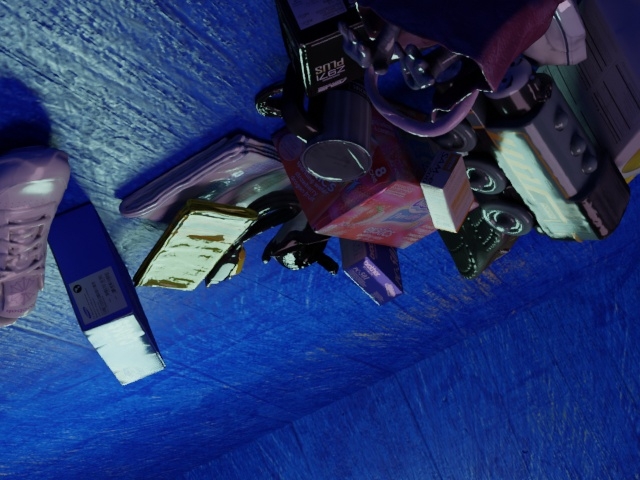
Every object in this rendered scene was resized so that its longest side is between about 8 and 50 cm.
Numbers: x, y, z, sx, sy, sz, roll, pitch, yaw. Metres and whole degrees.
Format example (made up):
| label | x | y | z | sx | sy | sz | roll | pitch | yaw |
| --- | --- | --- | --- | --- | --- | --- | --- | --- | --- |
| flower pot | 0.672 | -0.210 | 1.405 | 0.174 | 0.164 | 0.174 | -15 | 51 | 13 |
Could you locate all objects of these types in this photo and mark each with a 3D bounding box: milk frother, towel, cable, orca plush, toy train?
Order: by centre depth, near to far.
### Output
| label | x | y | z | sx | sy | sz | roll | pitch | yaw |
| --- | --- | --- | --- | --- | --- | --- | --- | --- | --- |
| milk frother | -0.009 | -0.140 | 1.668 | 0.129 | 0.135 | 0.143 | 17 | 144 | -18 |
| toy train | 0.280 | -0.123 | 1.858 | 0.190 | 0.142 | 0.334 | 2 | 142 | 43 |
| towel | -0.128 | -0.069 | 1.916 | 0.209 | 0.034 | 0.285 | -28 | 163 | 19 |
| towel | -0.179 | 0.013 | 1.931 | 0.102 | 0.021 | 0.237 | 9 | 148 | -24 |
| cable | -0.137 | -0.013 | 1.995 | 0.139 | 0.072 | 0.287 | 8 | 145 | -26 |
| orca plush | 0.000 | 0.000 | 1.995 | 0.151 | 0.102 | 0.287 | -50 | -175 | -4 |

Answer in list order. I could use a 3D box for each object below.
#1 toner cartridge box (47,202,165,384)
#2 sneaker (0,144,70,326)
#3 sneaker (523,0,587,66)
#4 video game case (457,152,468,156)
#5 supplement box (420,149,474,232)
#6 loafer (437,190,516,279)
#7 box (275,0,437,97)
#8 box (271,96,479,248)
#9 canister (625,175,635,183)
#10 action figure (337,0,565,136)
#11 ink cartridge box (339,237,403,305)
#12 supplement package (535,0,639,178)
| label | x | y | z | sx | sy | sz | roll | pitch | yaw |
| --- | --- | --- | --- | --- | --- | --- | --- | --- | --- |
| toner cartridge box | -0.297 | 0.084 | 1.929 | 0.075 | 0.165 | 0.348 | -21 | 163 | -6 |
| sneaker | -0.347 | -0.003 | 1.607 | 0.114 | 0.152 | 0.305 | -12 | 159 | -30 |
| sneaker | 0.280 | -0.273 | 1.730 | 0.091 | 0.094 | 0.258 | -16 | 160 | 10 |
| video game case | 0.283 | -0.177 | 2.165 | 0.157 | 0.019 | 0.143 | -26 | 164 | 6 |
| supplement box | 0.169 | -0.065 | 1.837 | 0.062 | 0.036 | 0.098 | -59 | 148 | -27 |
| loafer | 0.305 | -0.024 | 2.431 | 0.130 | 0.134 | 0.366 | -27 | 177 | -12 |
| box | 0.048 | -0.247 | 1.513 | 0.180 | 0.078 | 0.147 | -23 | 164 | -4 |
| box | 0.083 | -0.093 | 1.915 | 0.142 | 0.154 | 0.300 | -30 | 162 | 22 |
| canister | 0.412 | -0.156 | 2.097 | 0.073 | 0.170 | 0.126 | -16 | 153 | -52 |
| action figure | 0.215 | -0.262 | 1.330 | 0.370 | 0.248 | 0.276 | -40 | 153 | -10 |
| ink cartridge box | 0.069 | -0.010 | 2.032 | 0.046 | 0.207 | 0.097 | -30 | 128 | 21 |
| supplement package | 0.454 | -0.231 | 1.909 | 0.199 | 0.198 | 0.263 | -20 | 164 | -16 |
